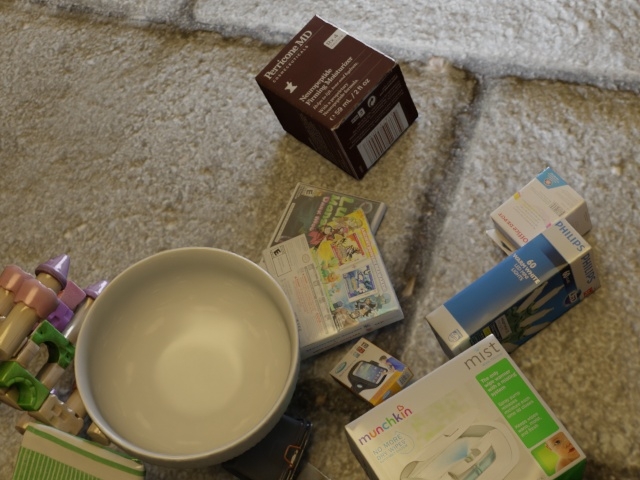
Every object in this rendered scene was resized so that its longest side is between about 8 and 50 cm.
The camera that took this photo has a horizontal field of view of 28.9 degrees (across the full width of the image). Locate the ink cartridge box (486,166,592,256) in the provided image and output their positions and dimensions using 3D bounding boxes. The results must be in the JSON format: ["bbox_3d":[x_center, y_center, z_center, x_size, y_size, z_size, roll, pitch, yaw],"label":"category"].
[{"bbox_3d":[0.344,-0.025,1.969,0.143,0.090,0.092,-38,57,-3],"label":"ink cartridge box"}]

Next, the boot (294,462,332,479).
[{"bbox_3d":[-0.019,0.459,1.846,0.208,0.076,0.189,-43,59,-15],"label":"boot"}]

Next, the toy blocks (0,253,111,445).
[{"bbox_3d":[-0.438,0.151,2.031,0.309,0.288,0.260,-9,42,47],"label":"toy blocks"}]

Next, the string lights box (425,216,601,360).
[{"bbox_3d":[0.297,0.092,1.894,0.259,0.133,0.077,-36,56,-2],"label":"string lights box"}]

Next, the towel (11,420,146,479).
[{"bbox_3d":[-0.403,0.468,1.926,0.248,0.038,0.325,14,87,25],"label":"towel"}]

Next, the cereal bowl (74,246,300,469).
[{"bbox_3d":[-0.191,0.188,1.871,0.339,0.141,0.339,-2,63,4],"label":"cereal bowl"}]

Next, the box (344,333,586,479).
[{"bbox_3d":[0.206,0.307,1.782,0.262,0.127,0.231,-30,64,-8],"label":"box"}]

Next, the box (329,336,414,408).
[{"bbox_3d":[0.075,0.207,1.952,0.081,0.028,0.136,-47,42,-12],"label":"box"}]

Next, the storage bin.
[{"bbox_3d":[-0.085,0.319,1.903,0.098,0.091,0.135,-16,47,60],"label":"storage bin"}]

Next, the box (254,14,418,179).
[{"bbox_3d":[0.030,-0.249,2.158,0.203,0.167,0.168,36,78,32],"label":"box"}]

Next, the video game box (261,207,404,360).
[{"bbox_3d":[0.018,0.070,2.031,0.187,0.048,0.205,-24,58,8],"label":"video game box"}]

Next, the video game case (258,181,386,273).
[{"bbox_3d":[0.000,0.000,2.117,0.173,0.022,0.190,15,68,25],"label":"video game case"}]
